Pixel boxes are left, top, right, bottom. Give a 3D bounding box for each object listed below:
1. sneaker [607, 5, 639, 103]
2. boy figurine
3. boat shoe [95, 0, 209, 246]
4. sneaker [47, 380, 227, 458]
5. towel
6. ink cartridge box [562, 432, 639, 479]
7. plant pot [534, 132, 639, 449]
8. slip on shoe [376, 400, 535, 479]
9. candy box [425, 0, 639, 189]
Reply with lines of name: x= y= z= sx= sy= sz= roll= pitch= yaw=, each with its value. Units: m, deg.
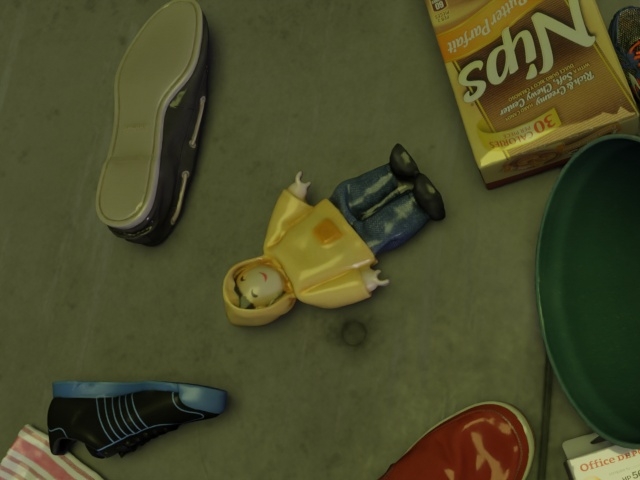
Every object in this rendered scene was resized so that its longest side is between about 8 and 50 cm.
sneaker: x=0.393 y=-0.177 z=0.961 sx=0.083 sy=0.087 sz=0.221 roll=-22 pitch=70 yaw=6
boy figurine: x=0.000 y=0.000 z=1.006 sx=0.285 sy=0.092 sz=0.177 roll=-32 pitch=72 yaw=0
boat shoe: x=-0.210 y=-0.153 z=1.112 sx=0.112 sy=0.095 sz=0.335 roll=5 pitch=70 yaw=18
sneaker: x=-0.218 y=0.213 z=1.007 sx=0.232 sy=0.081 sz=0.091 roll=-4 pitch=76 yaw=20
towel: x=-0.357 y=0.342 z=1.026 sx=0.144 sy=0.029 sz=0.197 roll=28 pitch=82 yaw=19
ink cartridge box: x=0.306 y=0.260 z=0.854 sx=0.092 sy=0.090 sz=0.143 roll=-20 pitch=71 yaw=8
plant pot: x=0.367 y=0.043 z=0.823 sx=0.196 sy=0.293 sz=0.293 roll=-2 pitch=72 yaw=-14
slip on shoe: x=0.089 y=0.290 z=0.894 sx=0.331 sy=0.101 sz=0.123 roll=-37 pitch=67 yaw=0
candy box: x=0.236 y=-0.240 z=1.013 sx=0.182 sy=0.087 sz=0.317 roll=-19 pitch=70 yaw=14
